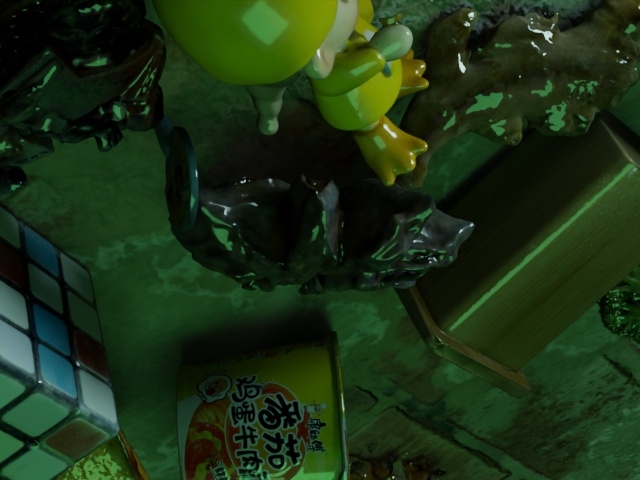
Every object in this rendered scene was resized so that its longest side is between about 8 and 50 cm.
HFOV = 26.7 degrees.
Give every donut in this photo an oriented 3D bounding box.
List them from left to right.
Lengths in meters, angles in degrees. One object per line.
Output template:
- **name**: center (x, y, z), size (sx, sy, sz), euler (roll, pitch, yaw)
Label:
- **donut**: center (-0.259, 0.274, 1.563), size (0.112, 0.151, 0.295), euler (-26, 177, -8)

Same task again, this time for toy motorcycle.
- **toy motorcycle**: center (-0.290, -0.118, 1.259), size (0.401, 0.134, 0.207), euler (-27, 155, 23)

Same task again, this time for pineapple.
- **pineapple**: center (0.074, 0.397, 1.932), size (0.236, 0.114, 0.186), euler (-7, 135, -15)

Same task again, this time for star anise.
- **star anise**: center (-0.001, 0.000, 1.430), size (0.332, 0.117, 0.331), euler (-2, 168, 0)

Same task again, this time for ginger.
- **ginger**: center (0.213, -0.176, 1.417), size (0.333, 0.080, 0.166), euler (-17, 96, -4)

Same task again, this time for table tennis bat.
- **table tennis bat**: center (-0.146, -0.075, 1.363), size (0.019, 0.155, 0.100), euler (-3, 132, -19)

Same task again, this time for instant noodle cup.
- **instant noodle cup**: center (-0.069, 0.243, 1.652), size (0.200, 0.264, 0.264), euler (-3, 135, -1)

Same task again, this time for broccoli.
- **broccoli**: center (0.408, 0.055, 1.687), size (0.146, 0.138, 0.162), euler (-50, 120, -12)

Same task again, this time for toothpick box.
- **toothpick box**: center (0.251, -0.001, 1.552), size (0.187, 0.190, 0.308), euler (30, 114, -37)

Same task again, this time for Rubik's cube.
- **Rubik's cube**: center (-0.396, 0.124, 1.408), size (0.259, 0.256, 0.253), euler (-33, 133, 14)

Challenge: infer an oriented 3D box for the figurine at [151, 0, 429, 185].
- **figurine**: center (-0.014, -0.198, 1.242), size (0.187, 0.215, 0.344), euler (-30, 137, 18)
